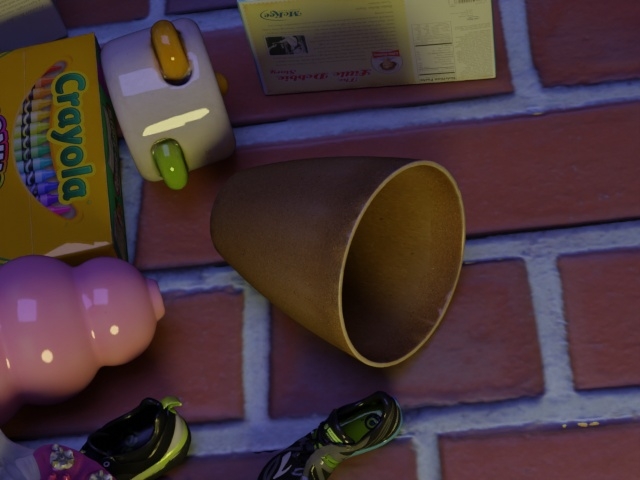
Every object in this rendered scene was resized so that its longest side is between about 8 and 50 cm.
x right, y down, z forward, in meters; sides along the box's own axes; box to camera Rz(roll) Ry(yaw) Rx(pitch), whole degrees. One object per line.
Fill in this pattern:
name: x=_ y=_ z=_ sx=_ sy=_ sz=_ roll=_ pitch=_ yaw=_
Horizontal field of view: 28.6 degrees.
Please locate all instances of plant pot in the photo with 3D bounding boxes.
plant pot: x=0.000 y=0.000 z=1.467 sx=0.254 sy=0.237 sz=0.237 roll=16 pitch=60 yaw=37

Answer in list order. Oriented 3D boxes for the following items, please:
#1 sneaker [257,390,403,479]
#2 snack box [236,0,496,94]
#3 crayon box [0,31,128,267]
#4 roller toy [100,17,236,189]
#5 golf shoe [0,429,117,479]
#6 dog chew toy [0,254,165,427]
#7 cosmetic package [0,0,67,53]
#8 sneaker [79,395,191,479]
sneaker: x=0.006 y=0.224 z=1.383 sx=0.188 sy=0.078 sz=0.067 roll=-32 pitch=57 yaw=-11
snack box: x=0.065 y=-0.281 z=1.644 sx=0.321 sy=0.187 sz=0.060 roll=-3 pitch=56 yaw=8
crayon box: x=-0.424 y=-0.084 z=1.651 sx=0.313 sy=0.106 sz=0.363 roll=-13 pitch=56 yaw=2
roller toy: x=-0.190 y=-0.186 z=1.623 sx=0.146 sy=0.209 sz=0.191 roll=-19 pitch=18 yaw=-3
golf shoe: x=-0.318 y=0.281 z=1.332 sx=0.306 sy=0.140 sz=0.115 roll=25 pitch=41 yaw=15
dog chew toy: x=-0.347 y=0.110 z=1.463 sx=0.331 sy=0.207 sz=0.207 roll=-15 pitch=55 yaw=-10
cosmetic package: x=-0.479 y=-0.377 z=1.811 sx=0.151 sy=0.184 sz=0.151 roll=-22 pitch=56 yaw=-4
sneaker: x=-0.254 y=0.248 z=1.397 sx=0.234 sy=0.097 sz=0.084 roll=-36 pitch=52 yaw=-10
